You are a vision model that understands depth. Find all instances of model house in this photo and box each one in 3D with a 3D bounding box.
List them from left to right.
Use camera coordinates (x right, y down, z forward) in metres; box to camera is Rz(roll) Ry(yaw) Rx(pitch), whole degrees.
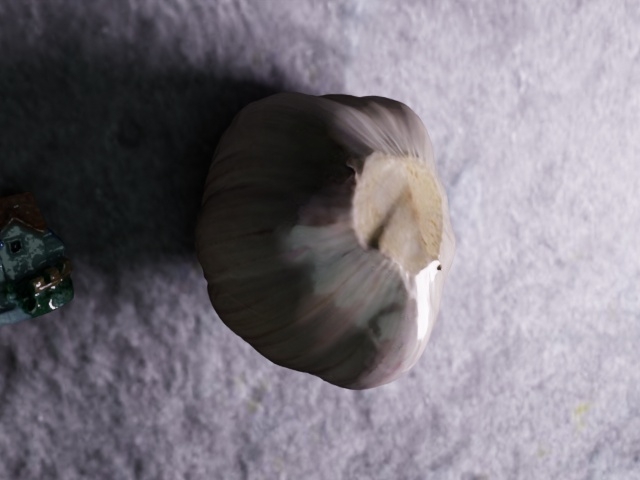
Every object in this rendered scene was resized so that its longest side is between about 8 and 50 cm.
[{"bbox_3d":[-0.332,0.002,1.637,0.148,0.119,0.148,-16,110,-19],"label":"model house"}]

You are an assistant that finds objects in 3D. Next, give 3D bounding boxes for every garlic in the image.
[{"bbox_3d":[0.000,0.000,1.704,0.317,0.259,0.317,5,81,-37],"label":"garlic"}]
